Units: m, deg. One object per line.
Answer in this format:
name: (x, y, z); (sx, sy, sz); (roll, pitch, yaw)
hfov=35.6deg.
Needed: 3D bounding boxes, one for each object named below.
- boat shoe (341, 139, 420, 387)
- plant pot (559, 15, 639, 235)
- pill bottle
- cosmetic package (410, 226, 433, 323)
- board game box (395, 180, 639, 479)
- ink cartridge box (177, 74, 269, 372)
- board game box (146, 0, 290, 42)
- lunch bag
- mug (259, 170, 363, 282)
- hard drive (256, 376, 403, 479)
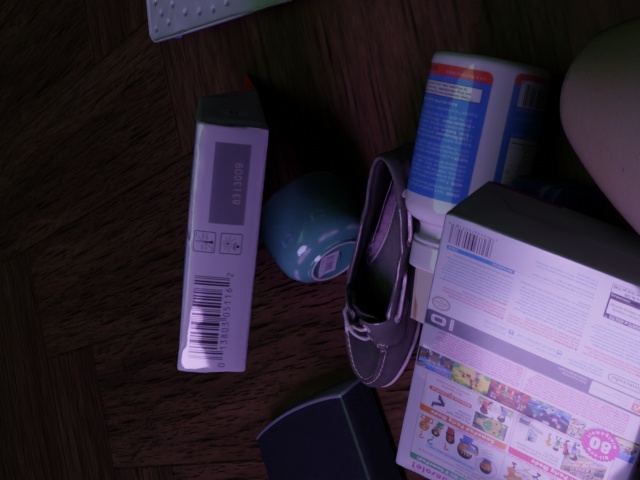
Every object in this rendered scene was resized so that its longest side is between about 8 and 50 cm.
boat shoe: (0.070, 0.035, 1.195); (0.112, 0.095, 0.335); (39, 125, 42)
plant pot: (0.314, -0.083, 0.765); (0.274, 0.256, 0.257); (-137, 50, -62)
pill bottle: (0.154, -0.076, 1.022); (0.124, 0.124, 0.222); (22, 104, 49)
cosmetic package: (0.141, 0.037, 1.134); (0.041, 0.060, 0.115); (24, 113, 50)
board game box: (0.209, 0.125, 0.938); (0.224, 0.097, 0.303); (24, 123, 24)
ink cartridge box: (-0.135, -0.045, 1.318); (0.385, 0.091, 0.308); (-113, 27, -70)
board game box: (-0.150, -0.508, 1.434); (0.390, 0.050, 0.390); (1, 96, 53)
lunch bag: (0.230, -0.026, 0.974); (0.065, 0.098, 0.067); (21, 107, 46)
mug: (0.004, -0.007, 1.268); (0.129, 0.157, 0.097); (-45, 60, 18)
hard drive: (0.002, 0.297, 1.363); (0.254, 0.054, 0.172); (-37, 66, 49)
